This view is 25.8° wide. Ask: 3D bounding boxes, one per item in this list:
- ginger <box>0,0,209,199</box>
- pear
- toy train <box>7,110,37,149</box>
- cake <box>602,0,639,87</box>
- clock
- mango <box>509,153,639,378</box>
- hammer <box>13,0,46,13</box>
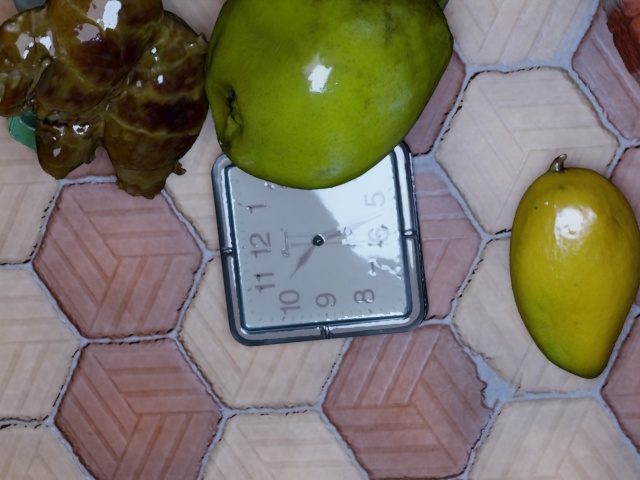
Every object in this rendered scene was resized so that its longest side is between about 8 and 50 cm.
[{"bbox_3d":[-0.274,-0.202,1.814,0.274,0.152,0.357,-39,135,-5],"label":"ginger"},{"bbox_3d":[0.021,-0.232,1.783,0.375,0.287,0.287,-32,94,-15],"label":"pear"},{"bbox_3d":[-0.375,-0.196,1.914,0.099,0.081,0.149,25,99,1],"label":"toy train"},{"bbox_3d":[0.506,-0.285,1.723,0.270,0.270,0.319,-24,95,8],"label":"cake"},{"bbox_3d":[0.000,0.000,1.921,0.279,0.049,0.273,-5,96,6],"label":"clock"},{"bbox_3d":[0.341,0.038,1.866,0.177,0.119,0.316,-3,106,3],"label":"mango"},{"bbox_3d":[-0.346,-0.390,1.900,0.116,0.069,0.193,12,90,4],"label":"hammer"}]
